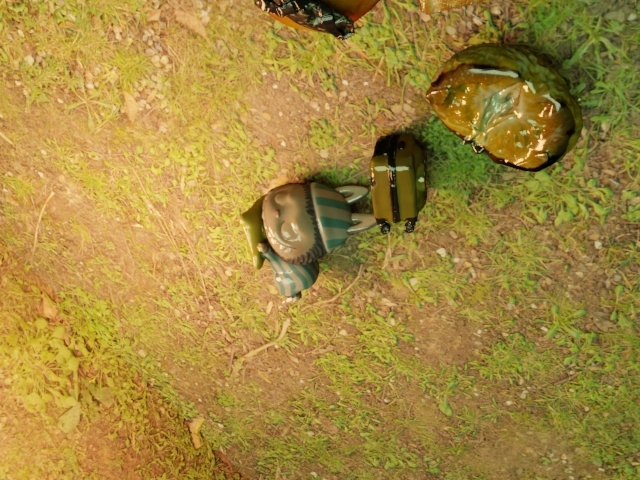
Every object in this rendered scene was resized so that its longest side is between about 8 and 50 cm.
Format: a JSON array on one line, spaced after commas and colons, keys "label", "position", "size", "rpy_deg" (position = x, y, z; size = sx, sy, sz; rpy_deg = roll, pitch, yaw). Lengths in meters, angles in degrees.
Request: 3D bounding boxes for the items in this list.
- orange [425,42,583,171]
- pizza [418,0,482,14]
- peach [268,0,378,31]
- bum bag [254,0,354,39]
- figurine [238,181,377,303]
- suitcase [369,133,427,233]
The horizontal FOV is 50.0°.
[{"label": "orange", "position": [0.453, -0.338, 1.628], "size": [0.368, 0.210, 0.271], "rpy_deg": [34, 152, -2]}, {"label": "pizza", "position": [0.327, -0.602, 1.597], "size": [0.198, 0.062, 0.188], "rpy_deg": [16, 140, 3]}, {"label": "peach", "position": [0.020, -0.651, 1.570], "size": [0.306, 0.242, 0.381], "rpy_deg": [32, 129, 4]}, {"label": "bum bag", "position": [-0.028, -0.507, 1.518], "size": [0.247, 0.069, 0.102], "rpy_deg": [14, 160, -23]}, {"label": "figurine", "position": [0.000, 0.000, 2.028], "size": [0.377, 0.266, 0.362], "rpy_deg": [-5, 127, 25]}, {"label": "suitcase", "position": [0.217, -0.162, 1.866], "size": [0.143, 0.194, 0.235], "rpy_deg": [-1, 124, 13]}]
